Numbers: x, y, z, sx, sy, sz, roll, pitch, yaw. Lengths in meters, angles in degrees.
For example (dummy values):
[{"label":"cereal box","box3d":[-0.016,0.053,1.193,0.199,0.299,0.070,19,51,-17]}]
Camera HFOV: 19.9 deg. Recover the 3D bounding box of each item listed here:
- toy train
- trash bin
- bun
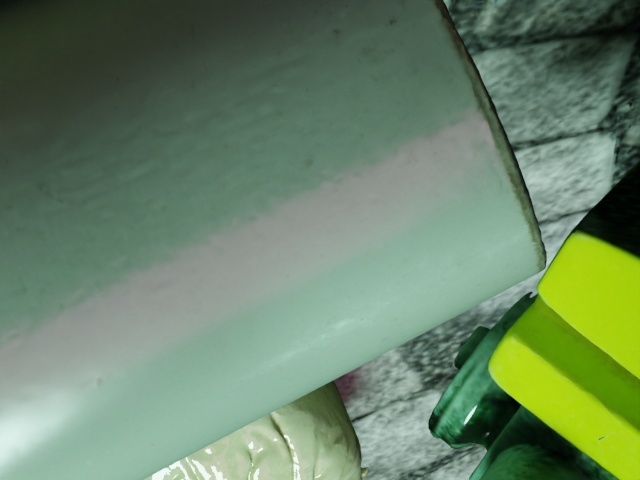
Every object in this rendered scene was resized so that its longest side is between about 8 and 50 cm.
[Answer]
[{"label":"toy train","box3d":[0.237,0.006,1.023,0.442,0.179,0.272,-40,163,-44]},{"label":"trash bin","box3d":[-0.139,-0.004,0.863,0.432,0.280,0.280,-25,146,2]},{"label":"bun","box3d":[-0.074,0.174,1.254,0.229,0.145,0.229,-15,155,-7]}]
